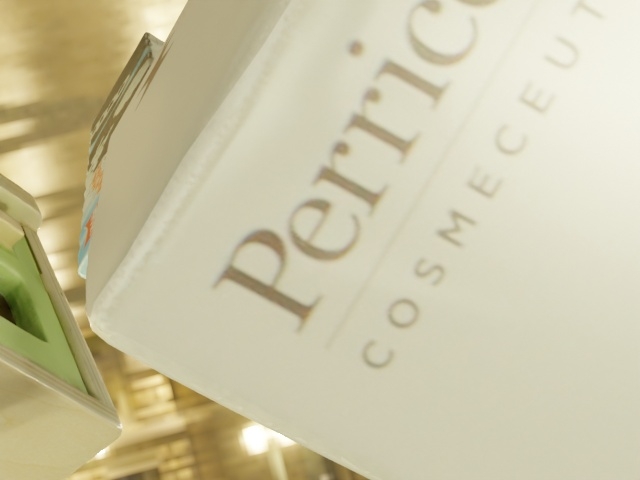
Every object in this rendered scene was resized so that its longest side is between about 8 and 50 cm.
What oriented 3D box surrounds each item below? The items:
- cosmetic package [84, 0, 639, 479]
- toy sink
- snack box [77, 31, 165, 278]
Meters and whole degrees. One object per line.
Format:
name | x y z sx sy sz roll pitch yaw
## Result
cosmetic package | 0.199 0.007 0.422 0.453 0.230 0.161 28 -168 -12
toy sink | -0.224 0.022 0.975 0.131 0.234 0.153 -37 142 9
snack box | 0.000 0.000 0.732 0.187 0.060 0.322 29 -173 -11
